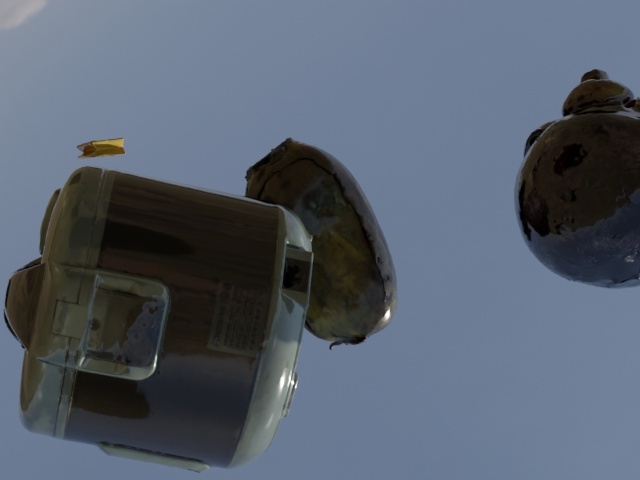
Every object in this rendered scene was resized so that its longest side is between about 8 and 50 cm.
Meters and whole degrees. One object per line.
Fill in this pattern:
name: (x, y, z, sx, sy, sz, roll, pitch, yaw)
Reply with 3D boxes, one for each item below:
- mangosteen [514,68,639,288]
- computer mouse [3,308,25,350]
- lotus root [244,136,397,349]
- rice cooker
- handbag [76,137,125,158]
mangosteen: (0.306, -0.074, 1.428, 0.211, 0.211, 0.250, -25, -129, 39)
computer mouse: (-0.351, 0.135, 2.003, 0.077, 0.242, 0.146, 117, -11, -67)
lotus root: (0.000, 0.000, 1.739, 0.160, 0.275, 0.152, -25, -172, 11)
rice cooker: (-0.193, 0.089, 1.529, 0.335, 0.325, 0.335, -168, -90, -81)
handbag: (-0.354, -0.147, 2.183, 0.061, 0.027, 0.083, -8, -177, -25)
